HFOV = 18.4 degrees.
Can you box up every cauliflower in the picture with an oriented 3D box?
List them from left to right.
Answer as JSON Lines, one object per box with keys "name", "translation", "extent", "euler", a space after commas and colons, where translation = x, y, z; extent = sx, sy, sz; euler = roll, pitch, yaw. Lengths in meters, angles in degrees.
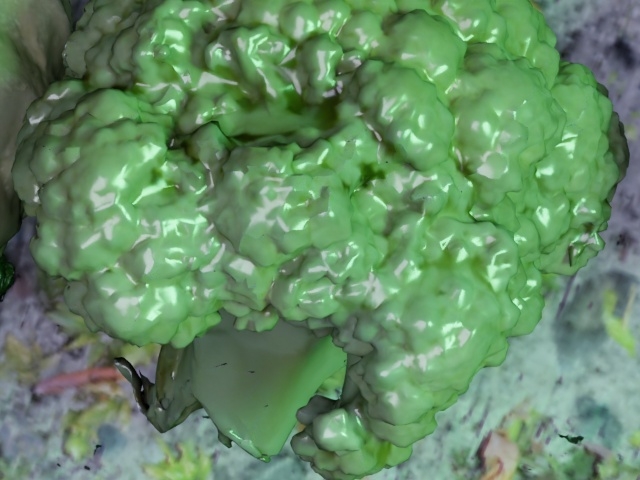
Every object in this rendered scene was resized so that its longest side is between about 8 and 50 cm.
{"name": "cauliflower", "translation": [0.009, -0.006, 0.923], "extent": [0.327, 0.260, 0.281], "euler": [-14, 115, -26]}

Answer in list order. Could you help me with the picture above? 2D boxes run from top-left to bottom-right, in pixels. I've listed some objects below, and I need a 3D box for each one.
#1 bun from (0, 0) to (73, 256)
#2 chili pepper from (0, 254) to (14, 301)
{"name": "bun", "translation": [-0.215, -0.052, 0.983], "extent": [0.160, 0.259, 0.259], "euler": [24, 100, -31]}
{"name": "chili pepper", "translation": [-0.225, 0.033, 1.070], "extent": [0.118, 0.035, 0.055], "euler": [3, 101, 10]}
